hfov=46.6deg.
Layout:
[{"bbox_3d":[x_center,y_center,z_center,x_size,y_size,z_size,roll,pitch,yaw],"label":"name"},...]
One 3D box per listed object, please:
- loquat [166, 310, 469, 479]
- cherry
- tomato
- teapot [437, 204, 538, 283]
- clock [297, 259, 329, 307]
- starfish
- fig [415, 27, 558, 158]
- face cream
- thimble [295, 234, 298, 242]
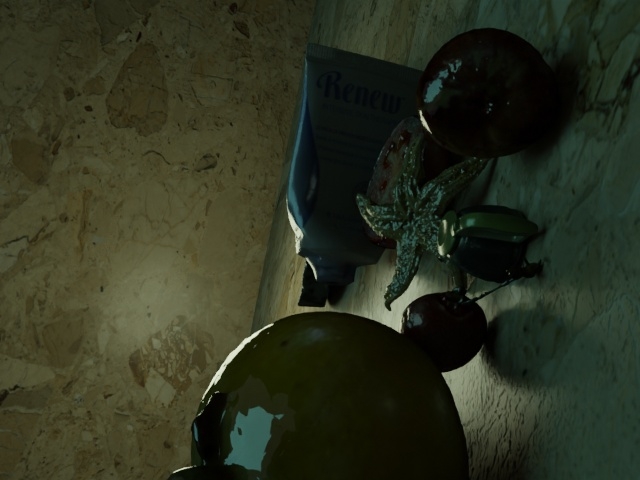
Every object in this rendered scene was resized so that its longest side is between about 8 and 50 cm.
[{"bbox_3d":[-0.009,0.239,0.813,0.328,0.359,0.329,0,90,46],"label":"loquat"},{"bbox_3d":[0.160,0.084,0.869,0.225,0.107,0.090,117,159,-46],"label":"cherry"},{"bbox_3d":[0.146,-0.089,1.184,0.225,0.085,0.225,-164,90,-78],"label":"tomato"},{"bbox_3d":[0.188,-0.011,0.869,0.124,0.090,0.092,113,164,-46],"label":"teapot"},{"bbox_3d":[0.000,0.000,1.766,0.325,0.067,0.325,-172,90,-88],"label":"clock"},{"bbox_3d":[0.136,-0.032,1.039,0.236,0.062,0.277,47,118,40],"label":"starfish"},{"bbox_3d":[0.199,-0.166,0.903,0.231,0.160,0.143,21,-107,-79],"label":"fig"},{"bbox_3d":[0.054,-0.128,1.334,0.137,0.234,0.420,161,119,-77],"label":"face cream"},{"bbox_3d":[0.044,-0.074,1.504,0.239,0.162,0.239,-171,90,-81],"label":"thimble"}]
